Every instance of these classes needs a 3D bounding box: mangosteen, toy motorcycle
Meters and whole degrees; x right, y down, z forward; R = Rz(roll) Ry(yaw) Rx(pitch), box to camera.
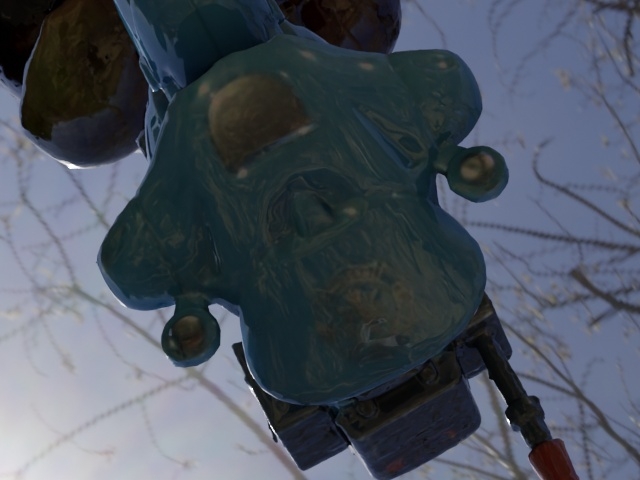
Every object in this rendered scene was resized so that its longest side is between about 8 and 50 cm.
[{"bbox_3d":[-0.091,-0.181,1.014,0.307,0.307,0.347,-33,-131,10],"label":"mangosteen"},{"bbox_3d":[0.000,0.000,0.526,0.123,0.272,0.182,-29,-127,-1],"label":"toy motorcycle"}]
